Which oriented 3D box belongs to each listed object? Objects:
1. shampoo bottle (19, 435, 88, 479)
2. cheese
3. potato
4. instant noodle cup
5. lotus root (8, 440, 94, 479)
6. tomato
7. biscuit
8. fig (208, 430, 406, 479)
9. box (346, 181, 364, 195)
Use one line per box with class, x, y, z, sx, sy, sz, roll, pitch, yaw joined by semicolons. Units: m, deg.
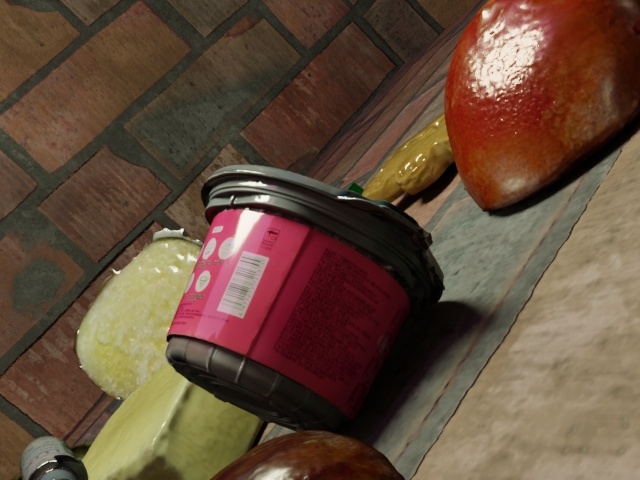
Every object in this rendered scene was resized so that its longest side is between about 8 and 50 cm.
shampoo bottle;-0.307;0.272;0.864;0.072;0.072;0.214;-49;14;-20
cheese;-0.195;0.256;0.945;0.265;0.124;0.242;-41;11;34
potato;-0.213;0.143;1.254;0.301;0.289;0.237;-41;-24;6
instant noodle cup;-0.033;0.073;0.720;0.182;0.258;0.302;-64;8;-20
lotus root;-0.377;0.413;0.976;0.142;0.210;0.314;-29;2;25
tomato;0.232;-0.192;0.821;0.309;0.170;0.309;-43;9;8
biscuit;0.207;-0.171;1.168;0.355;0.052;0.275;-34;12;44
fig;-0.057;0.214;0.374;0.274;0.146;0.170;-34;3;-24
box;0.000;0.000;1.344;0.132;0.034;0.235;-52;-2;-30
